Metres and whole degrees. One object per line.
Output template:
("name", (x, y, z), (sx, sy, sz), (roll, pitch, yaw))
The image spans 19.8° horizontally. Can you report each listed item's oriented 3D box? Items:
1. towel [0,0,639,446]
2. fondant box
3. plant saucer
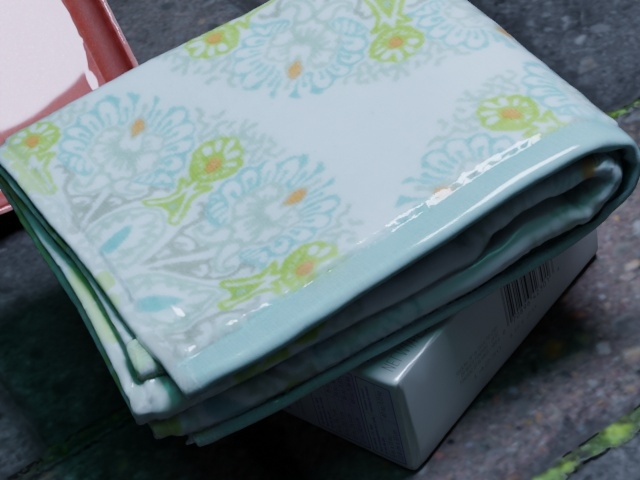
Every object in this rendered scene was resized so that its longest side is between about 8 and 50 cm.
("towel", (-0.017, -0.050, 1.273), (0.374, 0.090, 0.320), (-28, 45, -12))
("fondant box", (0.000, 0.000, 1.350), (0.330, 0.096, 0.238), (21, 54, 34))
("plant saucer", (-0.292, -0.142, 1.512), (0.258, 0.048, 0.259), (-25, 84, -22))
